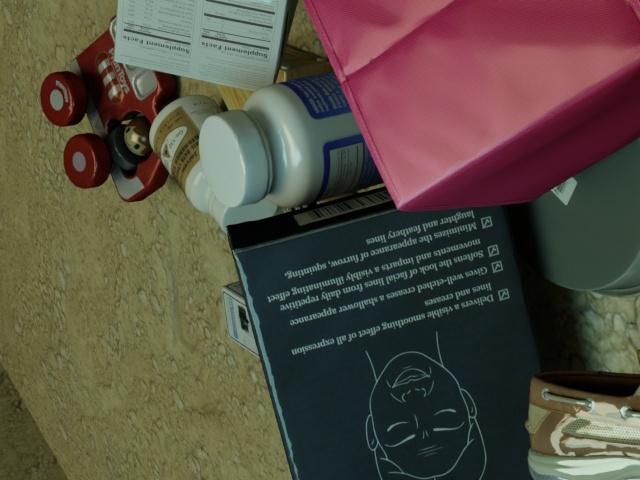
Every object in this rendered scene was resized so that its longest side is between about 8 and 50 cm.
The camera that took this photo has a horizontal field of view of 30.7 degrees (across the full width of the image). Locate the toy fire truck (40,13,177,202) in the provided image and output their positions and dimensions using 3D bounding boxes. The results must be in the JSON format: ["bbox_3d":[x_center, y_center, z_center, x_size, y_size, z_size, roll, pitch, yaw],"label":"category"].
[{"bbox_3d":[-0.348,-0.235,2.096,0.254,0.169,0.302,-30,79,41],"label":"toy fire truck"}]

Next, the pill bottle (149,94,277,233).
[{"bbox_3d":[-0.167,-0.117,1.853,0.229,0.131,0.131,51,144,33],"label":"pill bottle"}]

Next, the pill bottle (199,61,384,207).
[{"bbox_3d":[-0.004,-0.125,1.422,0.152,0.272,0.152,35,133,48],"label":"pill bottle"}]

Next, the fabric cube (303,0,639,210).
[{"bbox_3d":[0.178,-0.198,1.011,0.258,0.254,0.259,-33,74,35],"label":"fabric cube"}]

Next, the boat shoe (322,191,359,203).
[{"bbox_3d":[0.114,0.041,1.500,0.098,0.096,0.277,-40,85,22],"label":"boat shoe"}]

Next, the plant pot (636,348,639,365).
[{"bbox_3d":[0.369,0.128,1.116,0.083,0.081,0.081,-21,87,47],"label":"plant pot"}]

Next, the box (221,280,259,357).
[{"bbox_3d":[0.001,0.123,1.651,0.290,0.169,0.087,24,125,53],"label":"box"}]

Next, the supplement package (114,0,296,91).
[{"bbox_3d":[-0.130,-0.333,1.487,0.261,0.204,0.145,-80,2,-48],"label":"supplement package"}]

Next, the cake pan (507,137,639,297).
[{"bbox_3d":[0.266,-0.075,1.210,0.293,0.054,0.293,36,135,47],"label":"cake pan"}]

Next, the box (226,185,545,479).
[{"bbox_3d":[0.085,0.145,1.324,0.212,0.294,0.395,-131,27,-80],"label":"box"}]

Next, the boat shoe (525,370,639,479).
[{"bbox_3d":[0.326,0.151,1.034,0.324,0.123,0.116,-11,90,32],"label":"boat shoe"}]

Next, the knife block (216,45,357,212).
[{"bbox_3d":[-0.056,-0.149,1.667,0.276,0.088,0.242,26,124,44],"label":"knife block"}]
